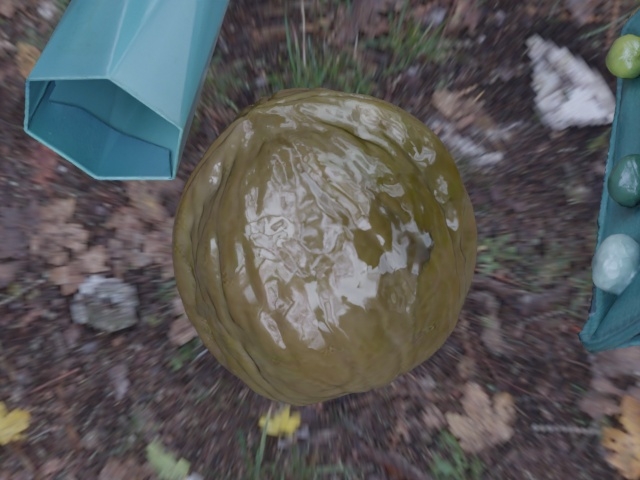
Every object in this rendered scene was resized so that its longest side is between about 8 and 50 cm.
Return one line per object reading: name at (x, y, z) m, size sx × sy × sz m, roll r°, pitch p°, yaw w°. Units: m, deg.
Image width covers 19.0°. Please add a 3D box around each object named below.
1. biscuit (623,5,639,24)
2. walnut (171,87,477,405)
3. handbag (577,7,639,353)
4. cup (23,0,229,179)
biscuit at (0.301, -0.100, 1.444) m, size 0.044 × 0.289 × 0.202 m, roll -43°, pitch 92°, yaw 12°
walnut at (0.000, 0.000, 1.357) m, size 0.228 × 0.228 × 0.228 m, roll 0°, pitch 89°, yaw 0°
handbag at (0.243, -0.082, 1.079) m, size 0.100 × 0.274 × 0.269 m, roll 24°, pitch 52°, yaw -11°
cup at (-0.148, -0.179, 1.594) m, size 0.148 × 0.134 × 0.236 m, roll 1°, pitch 53°, yaw 22°
